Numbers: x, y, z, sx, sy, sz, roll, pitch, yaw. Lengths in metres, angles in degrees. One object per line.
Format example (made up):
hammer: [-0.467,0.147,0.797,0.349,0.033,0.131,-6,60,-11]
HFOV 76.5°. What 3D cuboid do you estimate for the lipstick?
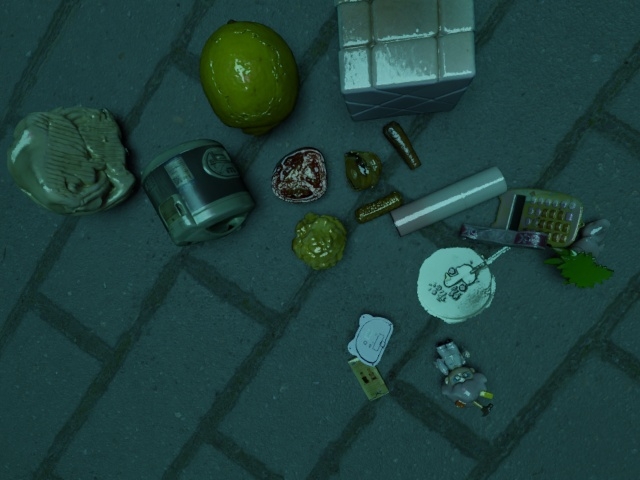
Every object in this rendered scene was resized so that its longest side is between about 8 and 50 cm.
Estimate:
lipstick: [0.371,-0.113,1.197,0.327,0.087,0.087,-23,90,10]

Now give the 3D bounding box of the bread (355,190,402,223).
bread: [0.179,-0.101,1.248,0.157,0.044,0.052,-25,84,9]

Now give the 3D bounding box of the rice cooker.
rice cooker: [-0.357,-0.131,1.208,0.289,0.288,0.276,-29,87,9]

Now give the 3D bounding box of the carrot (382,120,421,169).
carrot: [0.246,-0.286,1.223,0.055,0.055,0.161,-34,91,9]

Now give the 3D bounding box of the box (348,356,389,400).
box: [0.154,0.435,1.302,0.073,0.020,0.149,-28,89,8]

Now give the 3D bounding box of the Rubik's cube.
Rubik's cube: [0.213,-0.520,1.075,0.319,0.322,0.315,-3,92,10]

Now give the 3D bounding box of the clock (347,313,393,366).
clock: [0.155,0.304,1.266,0.110,0.050,0.152,24,87,9]

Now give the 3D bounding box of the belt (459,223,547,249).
belt: [0.516,-0.008,1.155,0.232,0.071,0.053,10,87,41]

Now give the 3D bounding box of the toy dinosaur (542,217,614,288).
toy dinosaur: [0.716,0.027,1.138,0.152,0.177,0.194,31,127,1]

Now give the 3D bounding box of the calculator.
calculator: [0.606,-0.064,1.137,0.237,0.033,0.157,18,98,45]

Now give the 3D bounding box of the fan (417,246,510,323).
fan: [0.480,0.082,1.232,0.415,0.012,0.233,-38,88,9]

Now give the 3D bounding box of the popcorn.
popcorn: [0.000,0.000,1.232,0.180,0.170,0.179,-8,107,-28]

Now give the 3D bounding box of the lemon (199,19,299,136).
lemon: [-0.201,-0.462,1.162,0.298,0.297,0.296,1,94,9]

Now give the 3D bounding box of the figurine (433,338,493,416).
figurine: [0.419,0.413,1.220,0.138,0.112,0.228,-24,77,2]

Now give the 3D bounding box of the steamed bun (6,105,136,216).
steamed bun: [-0.780,-0.236,1.276,0.238,0.393,0.346,-21,131,33]

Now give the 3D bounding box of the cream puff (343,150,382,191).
cream puff: [0.127,-0.214,1.217,0.104,0.119,0.133,-21,51,-19]

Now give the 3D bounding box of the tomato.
tomato: [-0.065,-0.199,1.259,0.174,0.082,0.166,-8,97,5]
